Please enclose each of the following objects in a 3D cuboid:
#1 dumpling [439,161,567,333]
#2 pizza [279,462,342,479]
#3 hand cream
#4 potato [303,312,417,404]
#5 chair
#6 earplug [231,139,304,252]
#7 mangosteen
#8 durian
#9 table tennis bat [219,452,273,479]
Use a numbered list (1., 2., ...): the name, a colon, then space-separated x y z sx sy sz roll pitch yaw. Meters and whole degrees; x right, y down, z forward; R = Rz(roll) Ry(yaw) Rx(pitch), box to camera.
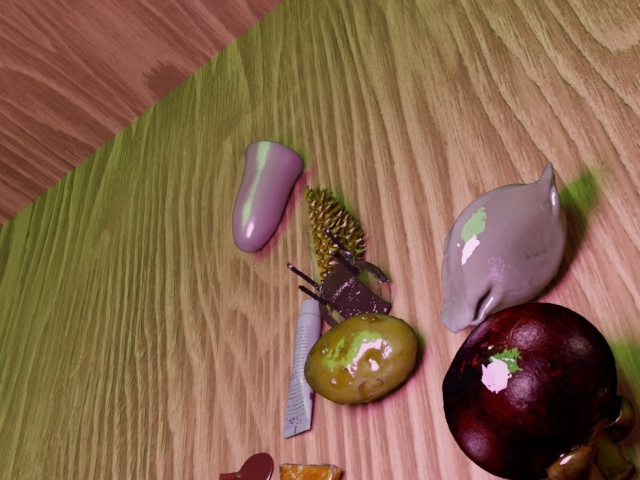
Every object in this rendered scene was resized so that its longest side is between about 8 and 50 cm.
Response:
1. dumpling: 0.353 0.032 1.849 0.321 0.270 0.211 -25 56 -7
2. pizza: -0.046 0.516 1.950 0.184 0.036 0.176 -57 31 -10
3. hand cream: -0.040 0.282 2.161 0.085 0.058 0.331 -26 42 37
4. potato: 0.087 0.246 1.976 0.253 0.148 0.186 -18 59 27
5. chair: 0.048 0.101 2.135 0.174 0.213 0.149 -44 18 8
6. earplug: -0.163 -0.104 2.638 0.172 0.172 0.301 -12 54 44
7. mangosteen: 0.341 0.254 1.532 0.297 0.297 0.293 -35 41 20
8. durian: 0.004 -0.009 2.333 0.169 0.157 0.355 -51 28 29
9. table tennis bat: -0.164 0.515 2.107 0.155 0.019 0.098 -18 44 35
